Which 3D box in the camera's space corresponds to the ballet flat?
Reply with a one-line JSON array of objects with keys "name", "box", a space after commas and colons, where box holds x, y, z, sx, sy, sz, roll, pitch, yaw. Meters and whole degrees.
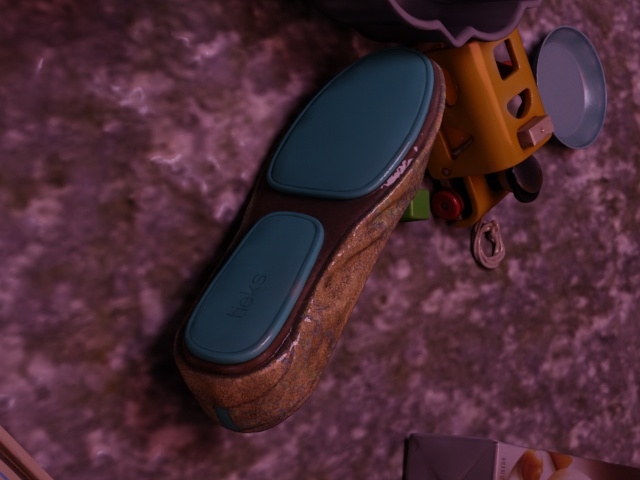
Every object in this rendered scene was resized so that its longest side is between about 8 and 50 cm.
[{"name": "ballet flat", "box": [0.000, 0.000, 1.214, 0.123, 0.123, 0.348, 53, 50, -30]}]

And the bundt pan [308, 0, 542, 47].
[{"name": "bundt pan", "box": [0.054, -0.309, 1.286, 0.331, 0.124, 0.331, 6, 82, -48]}]

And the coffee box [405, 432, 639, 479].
[{"name": "coffee box", "box": [0.183, 0.249, 1.381, 0.246, 0.098, 0.141, 15, 77, -45]}]

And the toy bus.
[{"name": "toy bus", "box": [0.145, -0.093, 1.375, 0.202, 0.104, 0.191, 24, 68, -43]}]

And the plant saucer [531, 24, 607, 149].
[{"name": "plant saucer", "box": [0.233, -0.145, 1.539, 0.119, 0.021, 0.119, 8, 79, -47]}]

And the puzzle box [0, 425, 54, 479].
[{"name": "puzzle box", "box": [-0.326, 0.134, 0.872, 0.409, 0.052, 0.272, 51, 51, -31]}]
